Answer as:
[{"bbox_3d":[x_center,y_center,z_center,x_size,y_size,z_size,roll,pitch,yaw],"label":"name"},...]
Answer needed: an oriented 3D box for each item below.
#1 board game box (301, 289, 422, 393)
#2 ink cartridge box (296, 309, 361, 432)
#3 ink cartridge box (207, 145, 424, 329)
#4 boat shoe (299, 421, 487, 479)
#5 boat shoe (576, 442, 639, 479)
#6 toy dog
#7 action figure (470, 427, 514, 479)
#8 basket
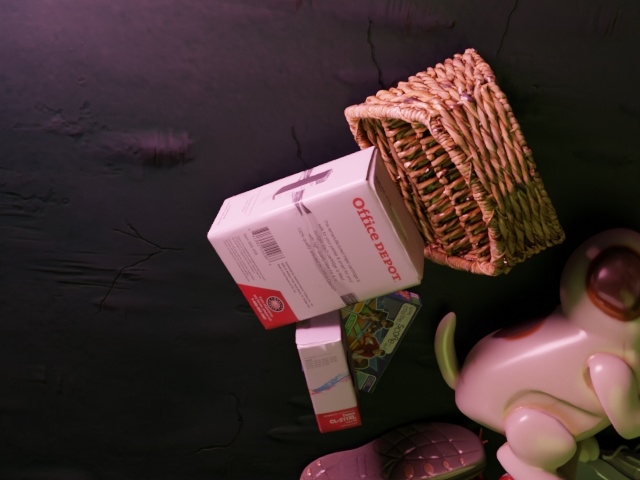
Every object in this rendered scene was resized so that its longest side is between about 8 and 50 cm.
[{"bbox_3d":[0.069,0.160,1.530,0.136,0.035,0.201,21,115,-13],"label":"board game box"},{"bbox_3d":[0.014,0.203,1.457,0.072,0.127,0.175,-11,118,5],"label":"ink cartridge box"},{"bbox_3d":[0.000,0.000,1.365,0.273,0.114,0.197,-18,119,22],"label":"ink cartridge box"},{"bbox_3d":[0.139,0.437,1.645,0.355,0.132,0.130,-17,128,15],"label":"boat shoe"},{"bbox_3d":[0.577,0.444,1.661,0.367,0.156,0.136,19,125,19],"label":"boat shoe"},{"bbox_3d":[0.429,0.166,1.453,0.395,0.284,0.408,41,116,17],"label":"toy dog"},{"bbox_3d":[0.256,0.459,1.681,0.280,0.139,0.091,-30,121,37],"label":"action figure"},{"bbox_3d":[0.197,-0.088,1.304,0.223,0.213,0.299,-25,116,9],"label":"basket"}]
